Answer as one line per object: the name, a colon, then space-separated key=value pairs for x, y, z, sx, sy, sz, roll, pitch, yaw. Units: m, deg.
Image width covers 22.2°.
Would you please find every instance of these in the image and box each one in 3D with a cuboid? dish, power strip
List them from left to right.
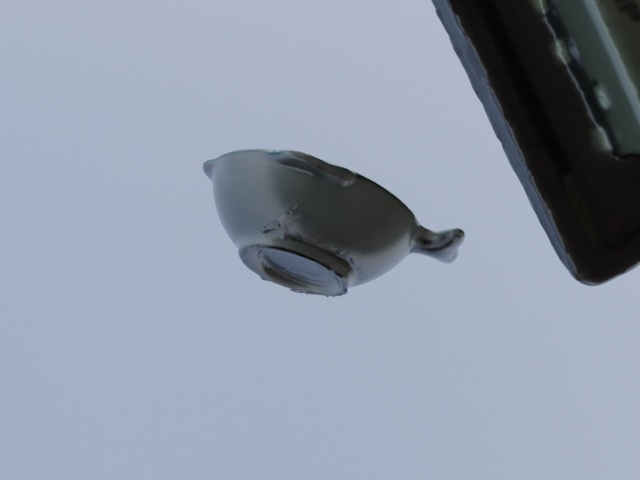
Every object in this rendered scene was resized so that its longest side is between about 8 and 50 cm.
dish: x=0.000 y=0.000 z=1.466 sx=0.246 sy=0.224 sz=0.078 roll=17 pitch=-110 yaw=2
power strip: x=0.177 y=-0.141 z=0.766 sx=0.251 sy=0.092 sz=0.257 roll=-29 pitch=-78 yaw=-10
